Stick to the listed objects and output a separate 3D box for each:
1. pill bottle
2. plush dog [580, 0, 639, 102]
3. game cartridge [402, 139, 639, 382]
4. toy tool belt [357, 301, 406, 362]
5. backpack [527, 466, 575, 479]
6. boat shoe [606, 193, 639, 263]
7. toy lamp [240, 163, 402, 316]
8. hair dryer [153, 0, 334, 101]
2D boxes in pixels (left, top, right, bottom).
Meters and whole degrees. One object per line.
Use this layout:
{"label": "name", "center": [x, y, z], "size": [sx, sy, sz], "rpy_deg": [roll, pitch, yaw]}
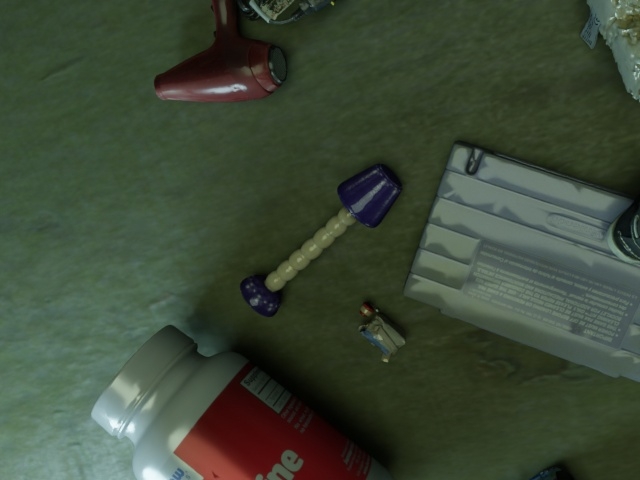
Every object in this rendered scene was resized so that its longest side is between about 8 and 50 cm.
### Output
{"label": "pill bottle", "center": [-0.115, 0.312, 0.950], "size": [0.408, 0.229, 0.229], "rpy_deg": [37, 111, 4]}
{"label": "plush dog", "center": [0.407, -0.304, 0.691], "size": [0.226, 0.210, 0.262], "rpy_deg": [-18, 128, 5]}
{"label": "game cartridge", "center": [0.306, 0.032, 0.849], "size": [0.355, 0.068, 0.230], "rpy_deg": [20, 113, 10]}
{"label": "toy tool belt", "center": [0.079, 0.134, 0.943], "size": [0.083, 0.052, 0.051], "rpy_deg": [40, 103, 4]}
{"label": "backpack", "center": [0.321, 0.386, 0.920], "size": [0.114, 0.084, 0.105], "rpy_deg": [-34, 94, 17]}
{"label": "boat shoe", "center": [0.424, -0.072, 0.742], "size": [0.084, 0.079, 0.233], "rpy_deg": [40, 84, 14]}
{"label": "toy lamp", "center": [0.000, 0.000, 0.917], "size": [0.080, 0.080, 0.275], "rpy_deg": [47, 110, 1]}
{"label": "hair dryer", "center": [-0.119, -0.295, 0.894], "size": [0.293, 0.080, 0.223], "rpy_deg": [-46, 72, 16]}
